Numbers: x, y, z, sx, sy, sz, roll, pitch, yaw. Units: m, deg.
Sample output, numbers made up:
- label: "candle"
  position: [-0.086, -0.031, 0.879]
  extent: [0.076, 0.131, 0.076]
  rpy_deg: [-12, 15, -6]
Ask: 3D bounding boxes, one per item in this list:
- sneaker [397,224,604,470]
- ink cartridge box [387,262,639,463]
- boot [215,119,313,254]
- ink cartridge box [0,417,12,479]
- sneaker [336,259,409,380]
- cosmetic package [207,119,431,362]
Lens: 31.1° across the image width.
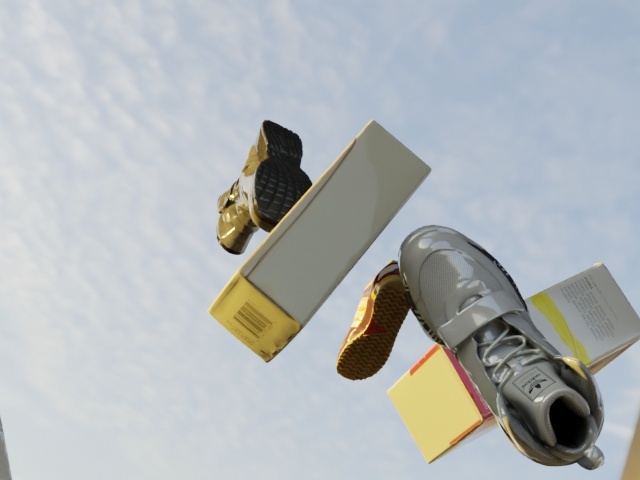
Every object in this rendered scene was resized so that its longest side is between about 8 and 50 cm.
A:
- label: "sneaker"
  position: [0.235, 0.134, 1.441]
  extent: [0.366, 0.137, 0.210]
  rpy_deg: [55, -3, -2]
- label: "ink cartridge box"
  position: [0.351, 0.220, 2.059]
  extent: [0.160, 0.384, 0.279]
  rpy_deg: [59, -26, 16]
- label: "boot"
  position: [-0.113, -0.052, 2.088]
  extent: [0.118, 0.338, 0.223]
  rpy_deg: [27, -63, -13]
- label: "ink cartridge box"
  position: [-0.583, 0.180, 1.633]
  extent: [0.324, 0.071, 0.330]
  rpy_deg: [50, 9, -46]
- label: "sneaker"
  position: [0.079, 0.115, 1.635]
  extent: [0.069, 0.084, 0.186]
  rpy_deg: [25, -65, -11]
- label: "cosmetic package"
  position: [0.000, 0.000, 1.524]
  extent: [0.113, 0.309, 0.160]
  rpy_deg: [40, -32, -1]
